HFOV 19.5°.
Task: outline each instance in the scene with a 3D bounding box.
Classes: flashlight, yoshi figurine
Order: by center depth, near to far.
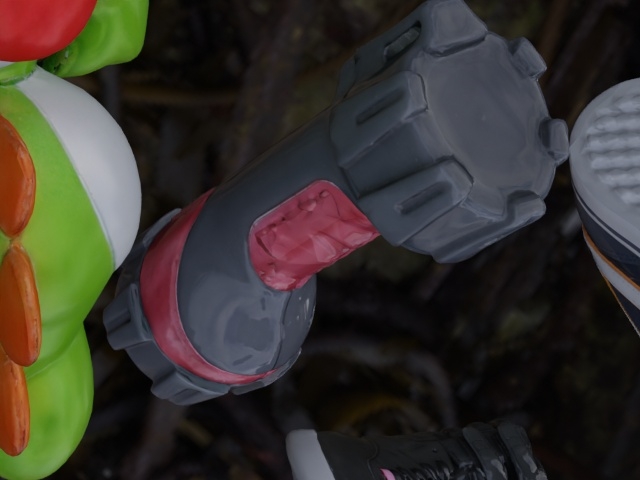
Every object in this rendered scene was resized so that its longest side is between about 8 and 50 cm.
[{"bbox_3d":[-0.141,-0.095,0.639,0.203,0.204,0.362,-61,156,-68],"label":"yoshi figurine"},{"bbox_3d":[0.000,0.000,0.849,0.103,0.304,0.103,27,64,-20],"label":"flashlight"}]

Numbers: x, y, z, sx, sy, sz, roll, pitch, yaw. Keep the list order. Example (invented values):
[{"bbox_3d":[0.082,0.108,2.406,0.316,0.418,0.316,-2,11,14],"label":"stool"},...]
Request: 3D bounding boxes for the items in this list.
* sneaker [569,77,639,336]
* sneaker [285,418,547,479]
[{"bbox_3d":[0.261,0.048,0.981,0.126,0.321,0.127,-36,150,-8],"label":"sneaker"},{"bbox_3d":[0.064,0.152,1.112,0.147,0.104,0.296,-11,174,4],"label":"sneaker"}]
